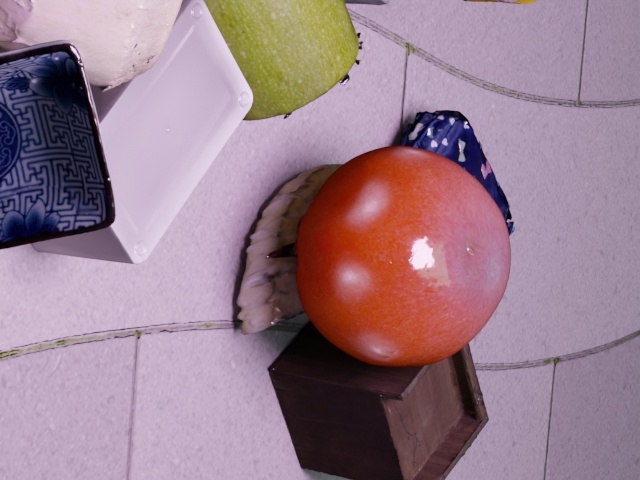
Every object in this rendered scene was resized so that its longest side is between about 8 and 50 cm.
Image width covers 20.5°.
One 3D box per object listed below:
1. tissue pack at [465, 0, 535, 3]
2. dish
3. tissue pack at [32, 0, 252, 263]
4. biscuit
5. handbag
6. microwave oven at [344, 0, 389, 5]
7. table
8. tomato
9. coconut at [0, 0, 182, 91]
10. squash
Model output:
[{"bbox_3d":[0.154,-0.382,1.904,0.271,0.134,0.192,18,82,-55],"label":"tissue pack"},{"bbox_3d":[-0.317,-0.082,1.584,0.080,0.243,0.182,-111,-170,-65],"label":"dish"},{"bbox_3d":[-0.201,-0.116,1.768,0.246,0.136,0.159,-58,139,-31],"label":"tissue pack"},{"bbox_3d":[0.000,0.000,2.124,0.281,0.084,0.179,-31,121,-47],"label":"biscuit"},{"bbox_3d":[0.161,-0.044,2.323,0.260,0.113,0.162,59,44,-41],"label":"handbag"},{"bbox_3d":[-0.005,-0.438,1.941,0.237,0.181,0.295,33,70,-51],"label":"microwave oven"},{"bbox_3d":[0.079,0.185,2.178,0.172,0.193,0.169,-47,132,-39],"label":"table"},{"bbox_3d":[0.093,0.020,2.011,0.256,0.224,0.255,4,84,-42],"label":"tomato"},{"bbox_3d":[-0.241,-0.252,1.624,0.234,0.224,0.224,22,76,-18],"label":"coconut"},{"bbox_3d":[-0.082,-0.270,1.866,0.189,0.189,0.260,-56,132,-33],"label":"squash"}]
